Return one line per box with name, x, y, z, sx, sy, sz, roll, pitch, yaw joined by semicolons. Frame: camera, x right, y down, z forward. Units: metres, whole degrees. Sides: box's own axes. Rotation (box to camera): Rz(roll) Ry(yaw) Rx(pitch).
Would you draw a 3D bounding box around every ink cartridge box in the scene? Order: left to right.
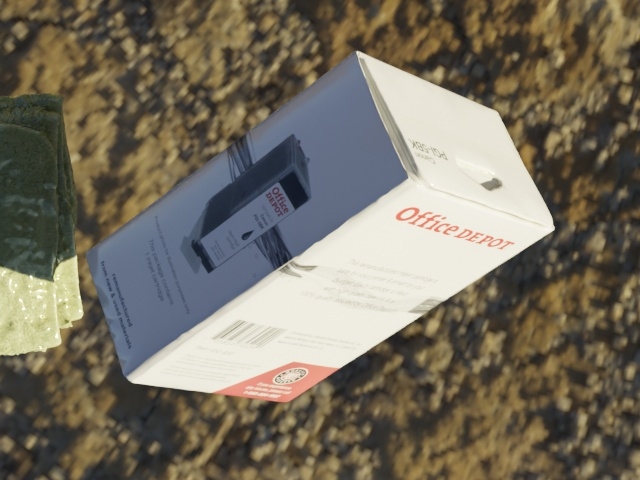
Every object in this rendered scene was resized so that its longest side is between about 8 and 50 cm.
ink cartridge box;0.000;0.000;0.606;0.135;0.099;0.056;-35;63;25

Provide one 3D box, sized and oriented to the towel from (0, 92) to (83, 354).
towel;-0.166;0.000;0.664;0.148;0.027;0.110;-9;110;-25
